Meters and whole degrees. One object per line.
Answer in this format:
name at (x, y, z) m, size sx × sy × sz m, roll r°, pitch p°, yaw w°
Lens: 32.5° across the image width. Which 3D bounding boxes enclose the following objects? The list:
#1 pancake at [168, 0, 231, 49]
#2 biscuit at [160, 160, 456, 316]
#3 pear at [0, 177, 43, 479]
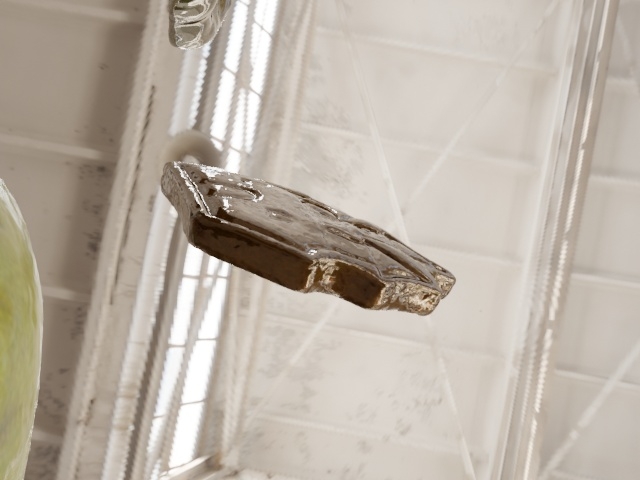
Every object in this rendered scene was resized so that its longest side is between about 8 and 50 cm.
pancake at (-0.055, -0.269, 0.737) m, size 0.049 × 0.294 × 0.294 m, roll 13°, pitch -92°, yaw -9°
biscuit at (0.001, -0.002, 0.753) m, size 0.215 × 0.182 × 0.034 m, roll 17°, pitch -76°, yaw -23°
pear at (-0.221, 0.066, 0.348) m, size 0.269 × 0.321 × 0.269 m, roll 2°, pitch -58°, yaw 3°
